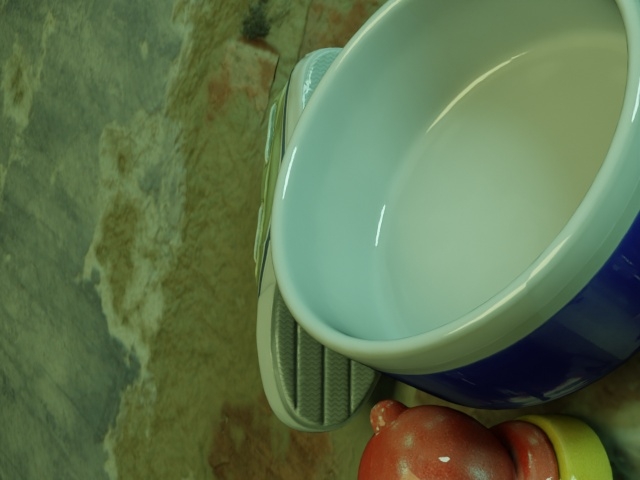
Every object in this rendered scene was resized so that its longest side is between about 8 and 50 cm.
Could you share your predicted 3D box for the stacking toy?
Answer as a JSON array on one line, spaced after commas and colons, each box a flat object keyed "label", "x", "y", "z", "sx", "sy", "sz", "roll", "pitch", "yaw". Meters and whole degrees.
[{"label": "stacking toy", "x": 0.058, "y": 0.267, "z": 0.580, "sx": 0.279, "sy": 0.130, "sz": 0.309, "roll": -58, "pitch": 23, "yaw": 35}]

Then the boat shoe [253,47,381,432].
[{"label": "boat shoe", "x": 0.000, "y": 0.000, "z": 0.798, "sx": 0.094, "sy": 0.109, "sz": 0.302, "roll": 153, "pitch": 125, "yaw": -64}]

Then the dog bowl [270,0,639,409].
[{"label": "dog bowl", "x": 0.096, "y": -0.039, "z": 0.596, "sx": 0.265, "sy": 0.104, "sz": 0.265, "roll": -29, "pitch": 46, "yaw": 35}]
